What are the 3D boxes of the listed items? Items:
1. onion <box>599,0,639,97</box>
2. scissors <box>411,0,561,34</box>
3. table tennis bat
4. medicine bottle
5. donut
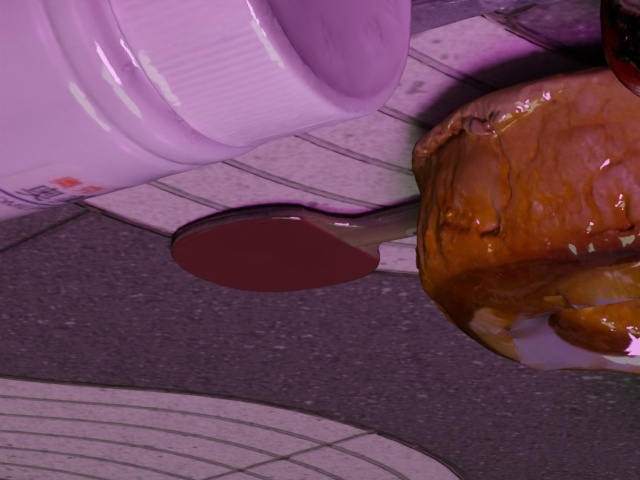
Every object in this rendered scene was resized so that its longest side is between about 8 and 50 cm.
[{"bbox_3d":[0.211,-0.117,1.051,0.117,0.119,0.118,28,169,30],"label":"onion"},{"bbox_3d":[-0.009,-0.114,1.164,0.360,0.029,0.191,-9,152,26],"label":"scissors"},{"bbox_3d":[0.000,0.000,1.441,0.246,0.022,0.138,-12,153,34],"label":"table tennis bat"},{"bbox_3d":[-0.130,-0.115,0.975,0.332,0.190,0.190,-13,152,33],"label":"medicine bottle"},{"bbox_3d":[0.221,0.001,1.245,0.330,0.160,0.330,1,164,0],"label":"donut"}]
